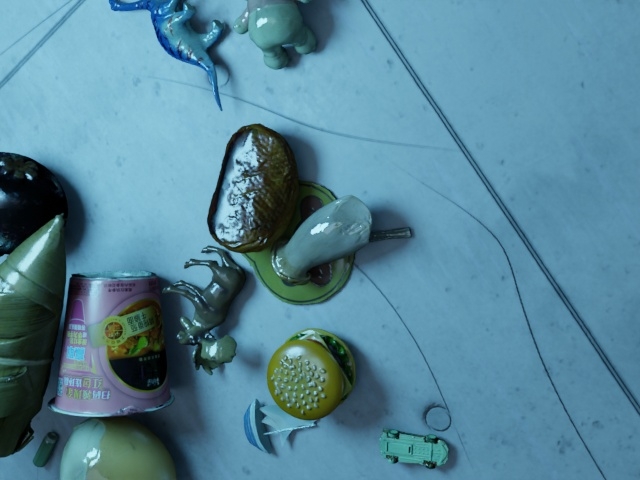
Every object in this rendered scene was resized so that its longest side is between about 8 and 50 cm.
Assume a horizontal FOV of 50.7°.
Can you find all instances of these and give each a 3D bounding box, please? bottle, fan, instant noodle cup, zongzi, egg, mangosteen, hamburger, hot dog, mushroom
[{"bbox_3d":[-0.614,0.467,1.509,0.030,0.030,0.083,34,107,13],"label":"bottle"},{"bbox_3d":[0.000,0.000,1.214,0.335,0.011,0.230,-7,95,21],"label":"fan"},{"bbox_3d":[-0.398,0.188,1.294,0.243,0.244,0.255,2,92,21],"label":"instant noodle cup"},{"bbox_3d":[-0.633,0.118,1.356,0.500,0.218,0.467,26,90,54],"label":"zongzi"},{"bbox_3d":[-0.401,0.457,1.338,0.244,0.201,0.201,24,106,2],"label":"egg"},{"bbox_3d":[-0.620,-0.061,1.337,0.243,0.243,0.243,3,99,20],"label":"mangosteen"},{"bbox_3d":[-0.017,0.236,1.201,0.162,0.115,0.162,3,98,22],"label":"hamburger"},{"bbox_3d":[-0.122,-0.092,1.193,0.160,0.099,0.227,21,100,23],"label":"hot dog"},{"bbox_3d":[0.004,0.000,1.160,0.097,0.088,0.212,40,120,-22],"label":"mushroom"}]

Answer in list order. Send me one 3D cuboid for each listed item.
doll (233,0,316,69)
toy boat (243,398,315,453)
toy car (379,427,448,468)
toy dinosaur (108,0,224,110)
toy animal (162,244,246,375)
[{"bbox_3d":[-0.086,-0.431,1.125,0.154,0.113,0.275,-10,95,25],"label":"doll"},{"bbox_3d":[-0.088,0.341,1.287,0.149,0.034,0.105,-38,86,22],"label":"toy boat"},{"bbox_3d":[0.165,0.366,1.196,0.122,0.035,0.059,3,99,12],"label":"toy car"},{"bbox_3d":[-0.256,-0.393,1.219,0.329,0.076,0.144,43,117,12],"label":"toy dinosaur"},{"bbox_3d":[-0.210,0.136,1.272,0.186,0.094,0.214,40,101,2],"label":"toy animal"}]
